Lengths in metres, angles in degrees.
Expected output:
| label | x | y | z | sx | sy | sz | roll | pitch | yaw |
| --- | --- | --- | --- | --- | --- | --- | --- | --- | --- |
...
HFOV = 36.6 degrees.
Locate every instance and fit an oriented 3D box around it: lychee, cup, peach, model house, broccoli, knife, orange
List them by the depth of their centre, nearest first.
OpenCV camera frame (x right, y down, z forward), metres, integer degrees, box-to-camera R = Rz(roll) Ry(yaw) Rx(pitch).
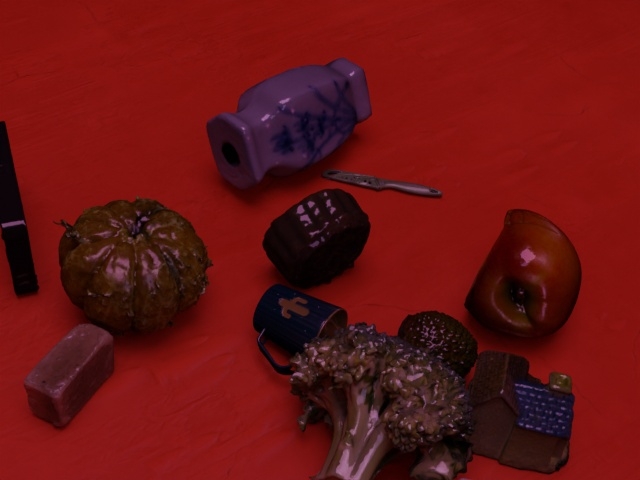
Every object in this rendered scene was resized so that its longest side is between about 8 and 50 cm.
| label | x | y | z | sx | sy | sz | roll | pitch | yaw |
| --- | --- | --- | --- | --- | --- | --- | --- | --- | --- |
| broccoli | 0.113 | 0.297 | 1.720 | 0.338 | 0.277 | 0.318 | -1 | 53 | -1 |
| model house | 0.382 | 0.297 | 1.808 | 0.214 | 0.189 | 0.195 | 15 | 49 | 10 |
| lychee | 0.229 | 0.215 | 1.894 | 0.171 | 0.171 | 0.171 | 3 | 46 | -3 |
| cup | -0.055 | 0.179 | 1.927 | 0.155 | 0.131 | 0.176 | 26 | 60 | 25 |
| orange | -0.376 | 0.050 | 1.949 | 0.300 | 0.223 | 0.301 | 41 | 51 | 16 |
| peach | 0.423 | 0.071 | 2.013 | 0.245 | 0.248 | 0.275 | 42 | 32 | -12 |
| knife | 0.148 | -0.135 | 2.318 | 0.293 | 0.020 | 0.043 | 12 | 48 | 6 |

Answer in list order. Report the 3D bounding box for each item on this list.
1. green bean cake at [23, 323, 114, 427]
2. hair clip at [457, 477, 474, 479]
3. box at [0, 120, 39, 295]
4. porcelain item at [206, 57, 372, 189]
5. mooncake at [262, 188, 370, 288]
| label | x | y | z | sx | sy | sz | roll | pitch | yaw |
| --- | --- | --- | --- | --- | --- | --- | --- | --- | --- |
| green bean cake | -0.468 | 0.250 | 1.819 | 0.085 | 0.109 | 0.179 | 22 | 48 | 16 |
| hair clip | 0.370 | 0.485 | 1.651 | 0.330 | 0.085 | 0.101 | 13 | 58 | -12 |
| box | -0.657 | -0.072 | 2.042 | 0.058 | 0.211 | 0.350 | -11 | 48 | -19 |
| porcelain item | -0.062 | -0.283 | 2.288 | 0.405 | 0.243 | 0.178 | -32 | 32 | -33 |
| mooncake | 0.000 | 0.000 | 2.037 | 0.228 | 0.228 | 0.124 | -20 | 59 | -23 |
